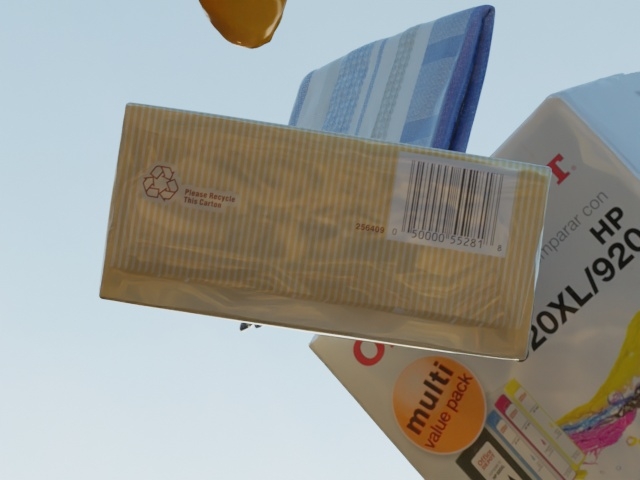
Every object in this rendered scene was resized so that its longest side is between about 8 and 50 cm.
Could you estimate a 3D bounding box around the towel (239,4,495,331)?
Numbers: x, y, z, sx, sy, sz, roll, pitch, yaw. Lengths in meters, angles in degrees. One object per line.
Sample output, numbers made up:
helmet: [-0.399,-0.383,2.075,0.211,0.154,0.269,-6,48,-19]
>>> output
towel: [0.027,-0.042,1.367,0.034,0.209,0.285,20,-13,-21]

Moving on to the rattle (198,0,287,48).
rattle: [-0.014,-0.163,1.034,0.200,0.130,0.142,1,-72,43]

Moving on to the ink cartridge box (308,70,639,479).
ink cartridge box: [0.149,0.064,0.903,0.232,0.168,0.171,48,-68,10]

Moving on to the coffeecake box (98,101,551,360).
coffeecake box: [0.000,0.000,0.735,0.142,0.068,0.185,8,-2,-1]
